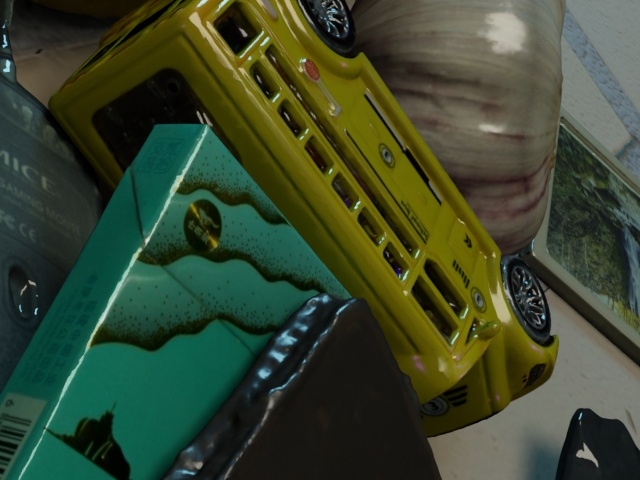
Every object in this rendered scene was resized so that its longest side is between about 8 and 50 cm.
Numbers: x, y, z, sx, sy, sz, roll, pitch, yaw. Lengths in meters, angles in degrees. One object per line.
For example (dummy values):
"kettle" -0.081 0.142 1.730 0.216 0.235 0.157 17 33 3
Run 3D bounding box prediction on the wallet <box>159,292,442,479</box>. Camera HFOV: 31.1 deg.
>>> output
"wallet" 0.019 0.184 0.556 0.165 0.042 0.309 -52 132 -42

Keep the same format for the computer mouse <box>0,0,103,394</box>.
"computer mouse" -0.174 0.001 0.569 0.167 0.090 0.379 42 30 -46

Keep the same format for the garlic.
"garlic" 0.044 -0.109 0.821 0.253 0.245 0.245 10 46 2

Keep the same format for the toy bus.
"toy bus" 0.000 0.000 0.675 0.331 0.145 0.151 53 31 -17

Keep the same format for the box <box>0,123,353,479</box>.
"box" -0.066 0.086 0.496 0.161 0.042 0.226 52 53 -43

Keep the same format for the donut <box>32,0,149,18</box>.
"donut" -0.163 -0.268 0.750 0.277 0.108 0.277 21 54 -32

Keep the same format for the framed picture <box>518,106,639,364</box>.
"framed picture" 0.317 0.031 1.122 0.324 0.020 0.240 40 41 -18

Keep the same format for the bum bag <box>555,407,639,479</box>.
"bum bag" 0.189 0.234 0.805 0.123 0.060 0.248 43 41 -13
